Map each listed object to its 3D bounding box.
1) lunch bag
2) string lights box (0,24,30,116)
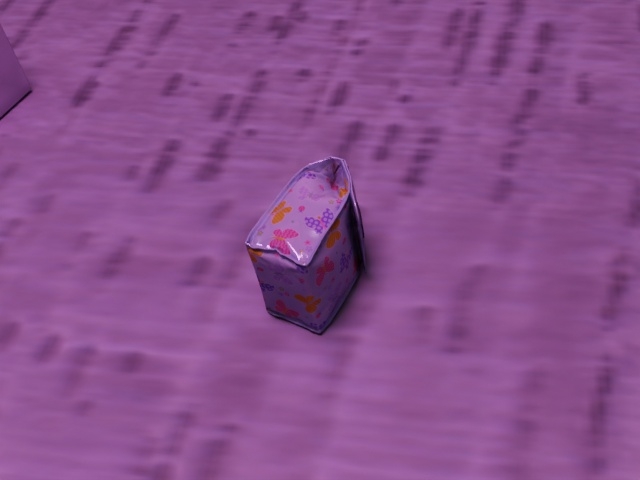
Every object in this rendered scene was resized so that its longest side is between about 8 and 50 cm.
[{"bbox_3d":[0.000,0.000,0.526,0.053,0.071,0.083,18,54,23],"label":"lunch bag"},{"bbox_3d":[-0.365,-0.180,0.686,0.259,0.133,0.077,23,57,24],"label":"string lights box"}]
